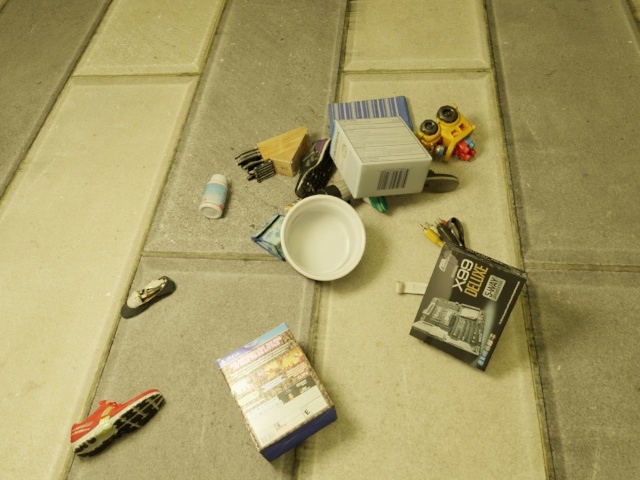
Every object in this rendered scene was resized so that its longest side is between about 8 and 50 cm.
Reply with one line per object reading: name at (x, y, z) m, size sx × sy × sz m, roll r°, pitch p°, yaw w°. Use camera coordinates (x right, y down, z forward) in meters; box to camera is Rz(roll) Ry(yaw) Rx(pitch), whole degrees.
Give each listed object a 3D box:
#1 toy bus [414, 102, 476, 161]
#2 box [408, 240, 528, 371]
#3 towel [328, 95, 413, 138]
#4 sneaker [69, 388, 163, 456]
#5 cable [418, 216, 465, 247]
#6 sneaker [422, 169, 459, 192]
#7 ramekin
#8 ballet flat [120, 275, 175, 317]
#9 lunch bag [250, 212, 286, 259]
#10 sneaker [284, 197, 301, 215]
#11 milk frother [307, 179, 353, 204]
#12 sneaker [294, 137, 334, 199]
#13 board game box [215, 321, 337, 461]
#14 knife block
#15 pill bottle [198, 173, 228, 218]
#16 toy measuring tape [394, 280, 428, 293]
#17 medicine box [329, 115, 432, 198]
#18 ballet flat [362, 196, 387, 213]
toy bus at (0.482, -0.376, 1.950) m, size 0.220 × 0.149 × 0.211 m, roll -38°, pitch 76°, yaw -15°
box at (0.423, 0.186, 1.485) m, size 0.242 × 0.308 × 0.076 m, roll 25°, pitch 20°, yaw 21°
towel at (0.203, -0.504, 2.116) m, size 0.335 × 0.040 × 0.243 m, roll -5°, pitch 55°, yaw 3°
sneaker at (-0.601, 0.504, 1.494) m, size 0.278 × 0.107 × 0.118 m, roll -29°, pitch 49°, yaw -16°
cable at (0.460, 0.030, 1.734) m, size 0.139 × 0.072 × 0.287 m, roll -20°, pitch 67°, yaw -27°
sneaker at (0.397, -0.245, 1.892) m, size 0.221 × 0.083 × 0.118 m, roll 1°, pitch 56°, yaw 8°
ramekin at (0.000, 0.000, 1.687) m, size 0.276 × 0.135 × 0.278 m, roll 2°, pitch 80°, yaw -10°
ballet flat at (-0.591, 0.183, 1.725) m, size 0.203 × 0.074 × 0.074 m, roll -31°, pitch 58°, yaw -14°
lunch bag at (-0.158, -0.025, 1.807) m, size 0.151 × 0.096 × 0.129 m, roll 24°, pitch 63°, yaw 41°
sneaker at (-0.026, -0.094, 1.842) m, size 0.214 × 0.084 × 0.083 m, roll 25°, pitch 57°, yaw 22°
milk frother at (0.042, -0.180, 1.849) m, size 0.134 × 0.129 × 0.143 m, roll -26°, pitch 70°, yaw -26°
sneaker at (-0.034, -0.273, 1.970) m, size 0.124 × 0.107 × 0.283 m, roll 9°, pitch 58°, yaw 41°
board game box at (-0.125, 0.428, 1.463) m, size 0.232 × 0.141 × 0.291 m, roll -28°, pitch 58°, yaw -12°
knife block at (-0.196, -0.350, 2.027) m, size 0.241 × 0.088 × 0.276 m, roll 15°, pitch 60°, yaw 15°
pill bottle at (-0.398, -0.168, 1.929) m, size 0.087 × 0.087 × 0.160 m, roll 3°, pitch 57°, yaw 8°
toy measuring tape at (0.395, 0.172, 1.587) m, size 0.329 × 0.121 × 0.122 m, roll 6°, pitch 57°, yaw 11°
medicine box at (0.203, -0.300, 1.806) m, size 0.263 × 0.149 × 0.289 m, roll -7°, pitch 44°, yaw -17°
ballet flat at (0.190, -0.188, 1.891) m, size 0.087 × 0.083 × 0.248 m, roll -20°, pitch 52°, yaw 22°
